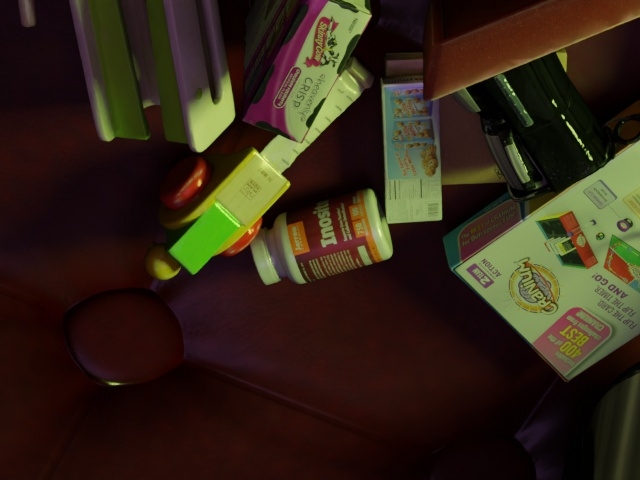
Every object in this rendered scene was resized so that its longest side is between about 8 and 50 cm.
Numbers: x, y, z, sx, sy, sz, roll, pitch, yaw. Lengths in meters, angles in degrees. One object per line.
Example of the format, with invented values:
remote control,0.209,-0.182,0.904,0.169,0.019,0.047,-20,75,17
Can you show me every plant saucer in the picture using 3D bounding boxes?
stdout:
plant saucer,0.215,-0.241,1.790,0.258,0.259,0.048,-21,107,11

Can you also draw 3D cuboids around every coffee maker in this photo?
coffee maker,0.237,-0.156,1.903,0.171,0.120,0.178,-34,119,2

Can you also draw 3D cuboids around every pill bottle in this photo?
pill bottle,0.000,0.000,2.023,0.152,0.086,0.086,-17,121,8

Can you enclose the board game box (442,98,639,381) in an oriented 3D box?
board game box,0.337,-0.003,2.033,0.316,0.064,0.242,-35,123,18

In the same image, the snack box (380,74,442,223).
snack box,0.102,-0.101,1.977,0.064,0.022,0.178,-3,122,0

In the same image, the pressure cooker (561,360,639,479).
pressure cooker,0.458,0.374,2.026,0.370,0.420,0.375,32,140,-17

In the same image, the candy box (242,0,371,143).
candy box,-0.016,-0.225,1.797,0.071,0.233,0.159,22,119,-15

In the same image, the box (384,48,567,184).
box,0.173,-0.137,1.983,0.201,0.021,0.164,-2,122,0

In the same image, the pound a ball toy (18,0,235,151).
pound a ball toy,-0.210,-0.266,1.846,0.208,0.136,0.319,7,125,23

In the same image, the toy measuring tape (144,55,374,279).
toy measuring tape,-0.080,-0.085,1.980,0.330,0.121,0.121,-47,115,-2
